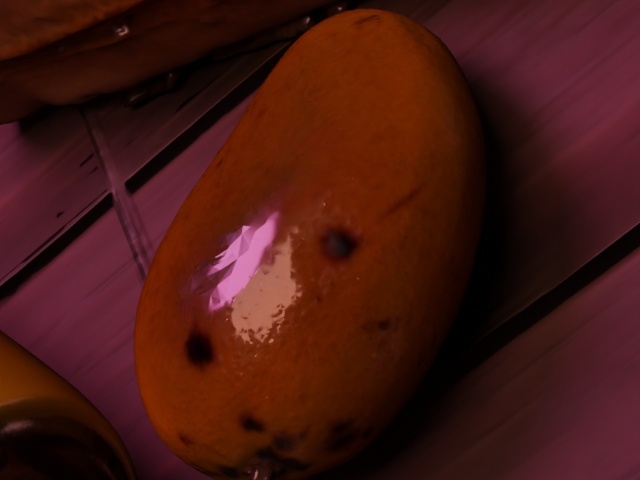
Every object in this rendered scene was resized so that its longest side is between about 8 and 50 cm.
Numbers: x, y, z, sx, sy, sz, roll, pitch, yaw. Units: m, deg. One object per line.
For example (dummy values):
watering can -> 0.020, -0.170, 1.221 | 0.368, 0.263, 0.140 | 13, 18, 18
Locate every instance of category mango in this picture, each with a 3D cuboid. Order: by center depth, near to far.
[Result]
mango -> 0.002, 0.002, 0.678 | 0.115, 0.090, 0.178 | 16, 72, 48

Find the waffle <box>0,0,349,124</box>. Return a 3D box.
waffle -> -0.017, -0.217, 0.779 | 0.376, 0.114, 0.261 | -18, 57, 30

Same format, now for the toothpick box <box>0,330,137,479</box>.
toothpick box -> -0.197, 0.083, 0.733 | 0.271, 0.175, 0.175 | 22, 84, 38
